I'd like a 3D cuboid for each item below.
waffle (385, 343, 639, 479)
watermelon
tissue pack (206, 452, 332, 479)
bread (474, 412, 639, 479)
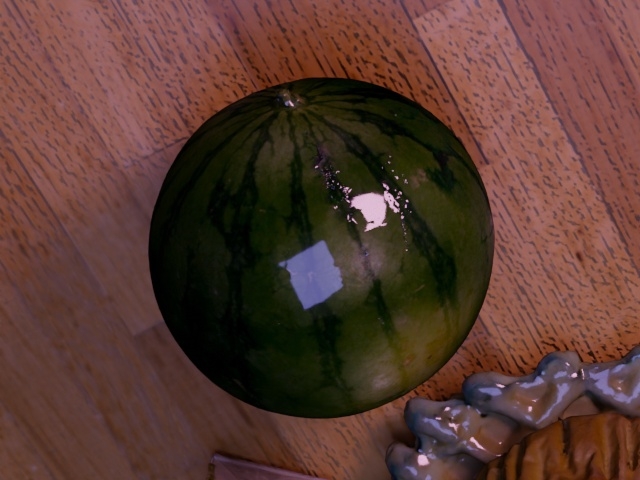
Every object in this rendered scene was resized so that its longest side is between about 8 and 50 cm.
[{"bbox_3d":[0.202,0.217,1.338,0.309,0.056,0.291,-15,112,8],"label":"waffle"},{"bbox_3d":[0.001,0.004,1.160,0.242,0.242,0.242,1,113,2],"label":"watermelon"},{"bbox_3d":[-0.056,0.265,1.347,0.106,0.099,0.148,13,112,-3],"label":"tissue pack"},{"bbox_3d":[0.216,0.263,1.254,0.227,0.142,0.253,-15,114,15],"label":"bread"}]
